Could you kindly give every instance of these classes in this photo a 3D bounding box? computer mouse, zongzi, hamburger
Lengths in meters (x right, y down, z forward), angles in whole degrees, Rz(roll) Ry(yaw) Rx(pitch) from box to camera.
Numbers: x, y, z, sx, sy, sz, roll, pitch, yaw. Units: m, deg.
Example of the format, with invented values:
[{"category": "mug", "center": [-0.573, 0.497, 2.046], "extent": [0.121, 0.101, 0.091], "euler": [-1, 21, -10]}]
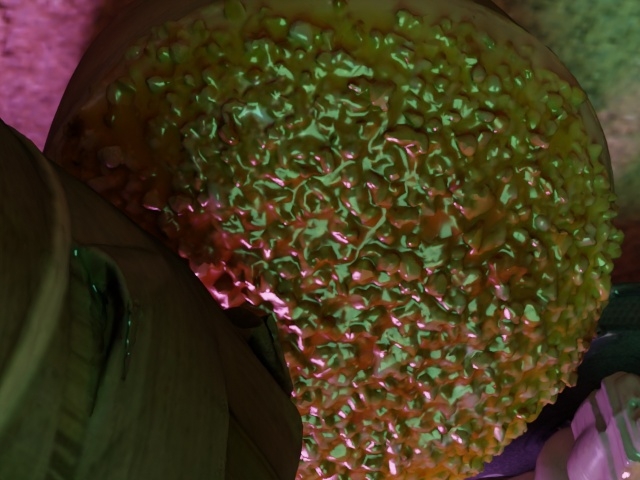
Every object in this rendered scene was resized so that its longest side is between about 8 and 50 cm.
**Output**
[{"category": "computer mouse", "center": [0.138, 0.075, 0.986], "extent": [0.126, 0.071, 0.231], "euler": [18, 137, -29]}, {"category": "zongzi", "center": [-0.301, 0.004, 0.662], "extent": [0.500, 0.218, 0.467], "euler": [-3, 138, 30]}, {"category": "hamburger", "center": [0.000, 0.000, 0.854], "extent": [0.302, 0.170, 0.302], "euler": [-3, 129, -4]}]

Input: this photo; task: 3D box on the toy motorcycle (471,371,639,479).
[{"category": "toy motorcycle", "center": [0.161, 0.153, 0.942], "extent": [0.223, 0.108, 0.340], "euler": [-6, 151, -9]}]
